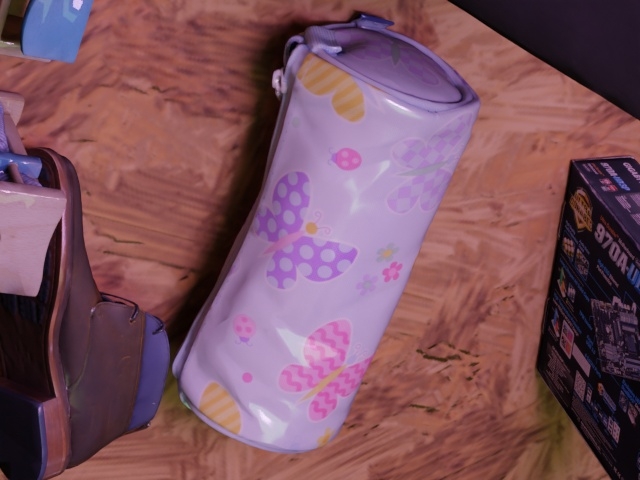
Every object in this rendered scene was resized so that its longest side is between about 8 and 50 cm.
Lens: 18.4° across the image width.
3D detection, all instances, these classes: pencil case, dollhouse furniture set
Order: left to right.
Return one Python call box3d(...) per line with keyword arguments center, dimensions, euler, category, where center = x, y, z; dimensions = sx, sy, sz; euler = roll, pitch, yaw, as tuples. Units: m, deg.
box3d(center=(-0.206, -0.087, 1.088), dimensions=(0.129, 0.129, 0.184), euler=(8, 118, -26), category="dollhouse furniture set")
box3d(center=(0.000, 0.000, 1.237), dimensions=(0.124, 0.113, 0.273), euler=(6, 118, -28), category="pencil case")

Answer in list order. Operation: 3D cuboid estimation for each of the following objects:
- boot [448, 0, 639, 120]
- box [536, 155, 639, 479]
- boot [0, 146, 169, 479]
box3d(center=(0.064, -0.260, 0.864), dimensions=(0.146, 0.445, 0.367), euler=(-38, 146, -24), category="boot")
box3d(center=(0.215, 0.071, 1.303), dimensions=(0.051, 0.220, 0.175), euler=(-5, 121, -17), category="box")
box3d(center=(-0.151, 0.040, 1.244), dimensions=(0.106, 0.082, 0.219), euler=(-14, 119, -44), category="boot")
